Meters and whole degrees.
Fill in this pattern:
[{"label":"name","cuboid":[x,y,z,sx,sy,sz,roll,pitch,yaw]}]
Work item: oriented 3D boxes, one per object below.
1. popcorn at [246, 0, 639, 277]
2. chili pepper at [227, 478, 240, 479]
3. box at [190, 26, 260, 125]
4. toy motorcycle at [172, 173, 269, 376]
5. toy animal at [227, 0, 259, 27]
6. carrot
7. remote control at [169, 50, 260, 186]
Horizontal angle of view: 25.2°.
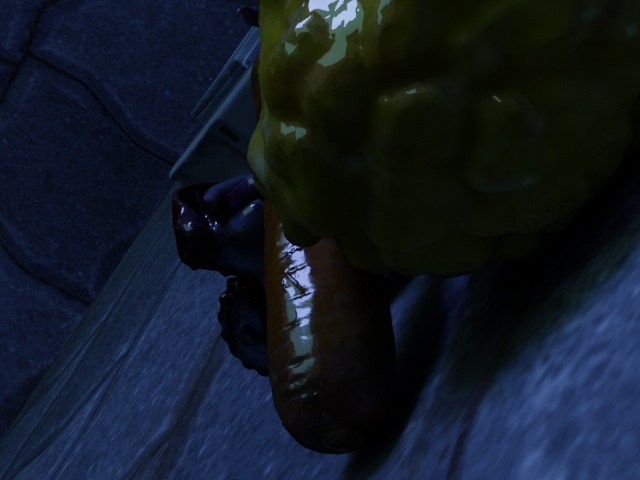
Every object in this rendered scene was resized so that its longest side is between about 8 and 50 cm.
[{"label":"popcorn","cuboid":[0.046,-0.100,0.565,0.200,0.203,0.226,-52,-3,-38]},{"label":"chili pepper","cuboid":[-0.070,0.177,0.569,0.182,0.050,0.073,-52,2,-6]},{"label":"box","cuboid":[-0.002,-0.150,1.229,0.086,0.129,0.225,-45,12,40]},{"label":"toy motorcycle","cuboid":[-0.003,-0.022,0.776,0.213,0.122,0.082,-47,-3,31]},{"label":"toy animal","cuboid":[0.075,-0.213,0.881,0.289,0.249,0.174,-16,56,9]},{"label":"carrot","cuboid":[-0.004,-0.010,0.661,0.059,0.059,0.248,-47,37,37]},{"label":"remote control","cuboid":[0.004,-0.111,1.086,0.285,0.123,0.038,-51,10,29]}]
